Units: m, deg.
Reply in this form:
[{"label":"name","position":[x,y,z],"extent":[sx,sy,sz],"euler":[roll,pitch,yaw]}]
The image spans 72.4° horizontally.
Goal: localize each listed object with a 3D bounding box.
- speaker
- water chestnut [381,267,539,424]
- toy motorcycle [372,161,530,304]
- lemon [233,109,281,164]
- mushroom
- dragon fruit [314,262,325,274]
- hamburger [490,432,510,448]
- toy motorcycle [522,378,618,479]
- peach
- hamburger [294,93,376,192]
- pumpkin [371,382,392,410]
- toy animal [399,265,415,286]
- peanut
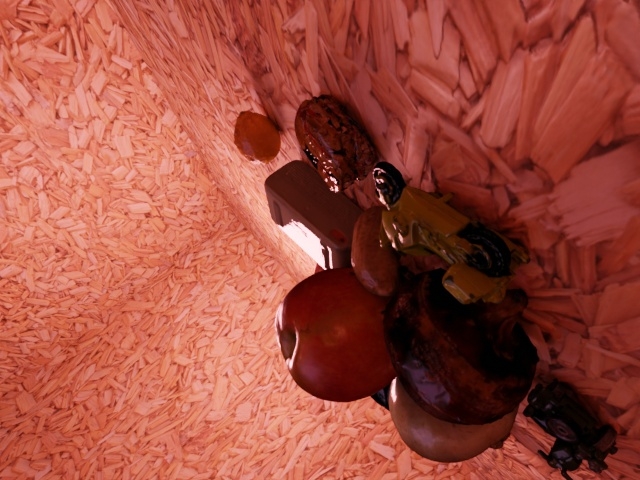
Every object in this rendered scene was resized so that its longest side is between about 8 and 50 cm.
[{"label":"speaker","position":[-0.002,-0.069,1.365],"extent":[0.406,0.183,0.184],"euler":[42,160,28]},{"label":"water chestnut","position":[0.305,0.198,0.924],"extent":[0.350,0.350,0.302],"euler":[46,124,17]},{"label":"toy motorcycle","position":[0.220,-0.009,0.852],"extent":[0.342,0.142,0.206],"euler":[43,167,37]},{"label":"lemon","position":[-0.202,-0.326,1.380],"extent":[0.142,0.142,0.187],"euler":[33,157,52]},{"label":"mushroom","position":[0.348,0.418,1.160],"extent":[0.352,0.352,0.260],"euler":[24,140,63]},{"label":"dragon fruit","position":[0.101,0.182,1.551],"extent":[0.371,0.249,0.386],"euler":[41,175,41]},{"label":"hamburger","position":[0.590,0.672,1.600],"extent":[0.189,0.122,0.215],"euler":[41,167,26]},{"label":"toy motorcycle","position":[0.558,0.439,1.021],"extent":[0.205,0.127,0.275],"euler":[42,162,21]},{"label":"peach","position":[0.076,0.247,1.190],"extent":[0.388,0.388,0.388],"euler":[47,167,14]},{"label":"hamburger","position":[0.025,-0.222,0.997],"extent":[0.231,0.107,0.231],"euler":[54,173,10]},{"label":"pumpkin","position":[0.323,0.465,1.480],"extent":[0.364,0.266,0.363],"euler":[22,168,5]},{"label":"toy animal","position":[0.248,0.146,1.336],"extent":[0.233,0.084,0.148],"euler":[37,163,35]},{"label":"peanut","position":[0.145,0.026,1.088],"extent":[0.137,0.253,0.122],"euler":[17,141,-7]}]
